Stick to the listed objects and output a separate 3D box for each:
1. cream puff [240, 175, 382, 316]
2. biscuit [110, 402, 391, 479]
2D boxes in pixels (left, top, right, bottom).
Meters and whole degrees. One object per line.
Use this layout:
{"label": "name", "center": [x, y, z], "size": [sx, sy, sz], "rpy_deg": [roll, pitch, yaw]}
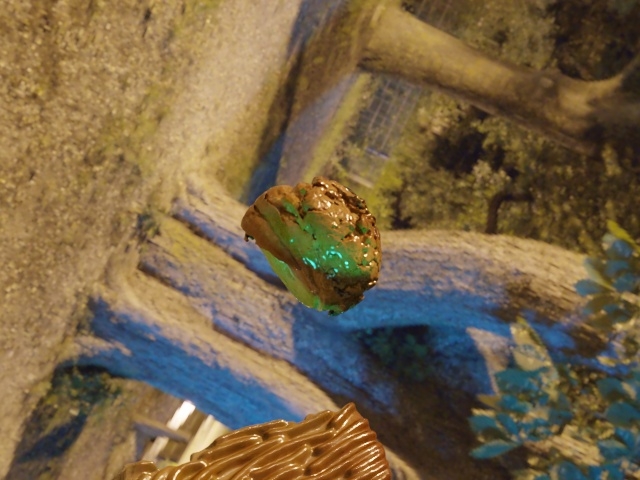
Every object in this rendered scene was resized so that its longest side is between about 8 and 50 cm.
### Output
{"label": "cream puff", "center": [0.000, 0.000, 0.696], "size": [0.104, 0.133, 0.119], "rpy_deg": [-41, 126, -17]}
{"label": "biscuit", "center": [-0.042, 0.167, 0.504], "size": [0.228, 0.176, 0.031], "rpy_deg": [-54, 166, -52]}
